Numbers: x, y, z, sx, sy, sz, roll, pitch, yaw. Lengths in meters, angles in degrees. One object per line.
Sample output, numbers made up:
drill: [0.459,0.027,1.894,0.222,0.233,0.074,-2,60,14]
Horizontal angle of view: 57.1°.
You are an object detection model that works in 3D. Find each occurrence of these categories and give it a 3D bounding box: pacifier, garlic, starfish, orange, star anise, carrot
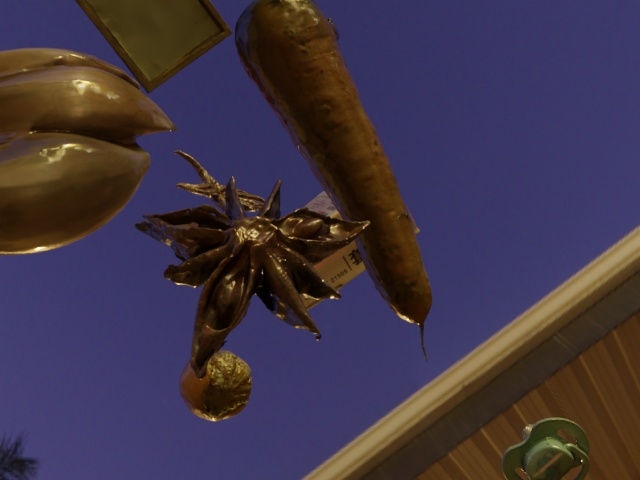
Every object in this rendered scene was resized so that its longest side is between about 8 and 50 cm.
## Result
pacifier: [0.375,0.352,0.983,0.127,0.116,0.150,33,-77,-2]
garlic: [-0.340,-0.113,0.676,0.325,0.279,0.132,-3,-25,-4]
starfish: [-0.201,-0.098,1.182,0.238,0.213,0.057,38,-71,15]
orange: [-0.215,0.303,1.224,0.157,0.134,0.156,-5,-63,-9]
star anise: [-0.027,0.008,0.336,0.129,0.124,0.056,-20,-35,-19]
carrot: [0.023,-0.049,0.447,0.078,0.078,0.298,-25,-92,-5]

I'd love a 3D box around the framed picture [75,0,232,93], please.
framed picture: [-0.223,-0.303,0.726,0.136,0.010,0.201,-40,-74,-11]

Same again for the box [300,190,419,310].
box: [0.000,0.000,0.860,0.221,0.274,0.091,-33,-80,-3]
